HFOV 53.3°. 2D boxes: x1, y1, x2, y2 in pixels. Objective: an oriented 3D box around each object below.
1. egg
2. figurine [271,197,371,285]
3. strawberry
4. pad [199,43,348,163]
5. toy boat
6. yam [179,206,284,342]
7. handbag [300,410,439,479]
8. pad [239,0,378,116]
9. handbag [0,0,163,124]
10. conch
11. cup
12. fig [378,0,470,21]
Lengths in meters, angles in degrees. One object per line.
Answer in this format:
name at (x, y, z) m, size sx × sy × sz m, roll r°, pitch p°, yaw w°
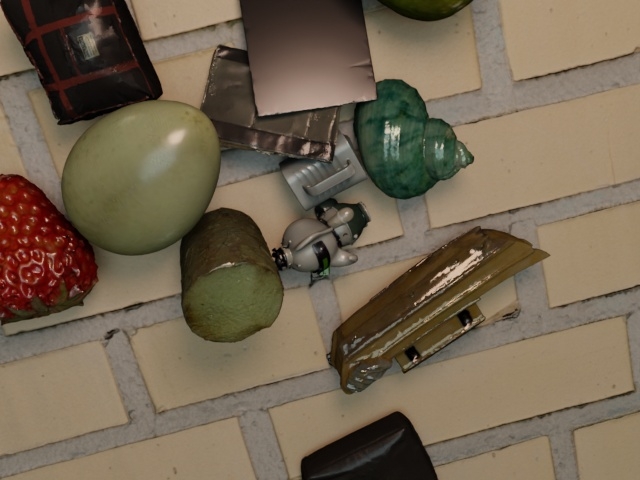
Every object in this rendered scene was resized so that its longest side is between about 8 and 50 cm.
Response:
egg at (-0.269, -0.102, 0.983) m, size 0.218 × 0.218 × 0.295 m, roll 42°, pitch 129°, yaw -14°
figurine at (0.000, 0.000, 1.111) m, size 0.192 × 0.147 × 0.126 m, roll -27°, pitch 87°, yaw -19°
strawberry at (-0.485, 0.007, 1.034) m, size 0.205 × 0.205 × 0.244 m, roll -22°, pitch 85°, yaw -1°
pad at (-0.079, -0.225, 1.046) m, size 0.233 × 0.022 × 0.174 m, roll 9°, pitch 80°, yaw 4°
toy boat at (0.211, 0.130, 1.162) m, size 0.446 × 0.136 × 0.162 m, roll -36°, pitch 110°, yaw 2°
yam at (-0.152, 0.053, 1.042) m, size 0.161 × 0.268 × 0.161 m, roll -5°, pitch 112°, yaw -13°
handbag at (0.105, 0.483, 1.259) m, size 0.247 × 0.080 × 0.223 m, roll -27°, pitch 105°, yaw 1°
pad at (-0.027, -0.359, 1.035) m, size 0.202 × 0.005 × 0.299 m, roll -10°, pitch 87°, yaw -4°
handbag at (-0.363, -0.293, 0.979) m, size 0.169 × 0.155 × 0.215 m, roll -18°, pitch 108°, yaw 5°
conch at (0.153, -0.165, 1.080) m, size 0.202 × 0.134 × 0.196 m, roll 15°, pitch 102°, yaw -9°
cup at (0.009, -0.116, 1.078) m, size 0.129 × 0.128 × 0.095 m, roll -31°, pitch 115°, yaw 4°
fig at (0.125, -0.480, 0.952) m, size 0.314 × 0.233 × 0.233 m, roll 40°, pitch 96°, yaw -18°
